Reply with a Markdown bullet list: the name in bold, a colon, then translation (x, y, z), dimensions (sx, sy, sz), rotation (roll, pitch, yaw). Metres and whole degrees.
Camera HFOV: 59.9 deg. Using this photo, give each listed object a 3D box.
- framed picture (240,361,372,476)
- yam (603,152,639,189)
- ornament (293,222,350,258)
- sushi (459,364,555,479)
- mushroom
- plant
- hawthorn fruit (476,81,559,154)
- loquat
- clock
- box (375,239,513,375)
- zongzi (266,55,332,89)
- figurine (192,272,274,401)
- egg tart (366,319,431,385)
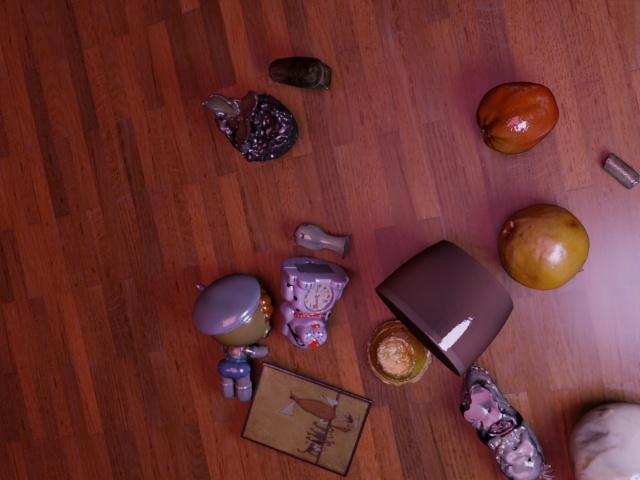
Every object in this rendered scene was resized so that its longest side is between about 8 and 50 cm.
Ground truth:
- **framed picture**: translation (-0.046, 0.523, 1.625), dimensions (0.339, 0.014, 0.255), rotation (19, 101, 7)
- **yam**: translation (0.719, -0.165, 1.327), dimensions (0.094, 0.043, 0.043), rotation (43, 106, 11)
- **ornament**: translation (0.000, 0.000, 1.559), dimensions (0.156, 0.081, 0.074), rotation (15, 66, 13)
- **sushi**: translation (0.461, 0.481, 1.423), dimensions (0.124, 0.130, 0.332), rotation (-38, 83, 17)
- **mushroom**: translation (0.722, 0.556, 1.300), dimensions (0.315, 0.314, 0.336), rotation (26, 135, 14)
- **plant**: translation (-0.168, -0.312, 1.504), dimensions (0.178, 0.234, 0.204), rotation (-42, 76, 11)
- **hawthorn fruit**: translation (0.470, -0.295, 1.329), dimensions (0.189, 0.189, 0.189), rotation (2, 96, 18)
- **loquat**: translation (0.532, 0.016, 1.325), dimensions (0.208, 0.208, 0.207), rotation (2, 96, 18)
- **clock**: translation (-0.038, 0.191, 1.546), dimensions (0.189, 0.189, 0.253), rotation (16, 106, 16)
- **box**: translation (0.307, 0.154, 1.362), dimensions (0.301, 0.301, 0.216), rotation (44, 85, 9)
- **zongzi**: translation (-0.080, -0.454, 1.480), dimensions (0.187, 0.184, 0.084), rotation (10, 102, 17)
- **figurine**: translation (-0.236, 0.291, 1.598), dimensions (0.225, 0.205, 0.381), rotation (-8, 101, 24)
- **egg tart**: translation (0.211, 0.311, 1.520), dimensions (0.191, 0.074, 0.191), rotation (1, 93, 19)
